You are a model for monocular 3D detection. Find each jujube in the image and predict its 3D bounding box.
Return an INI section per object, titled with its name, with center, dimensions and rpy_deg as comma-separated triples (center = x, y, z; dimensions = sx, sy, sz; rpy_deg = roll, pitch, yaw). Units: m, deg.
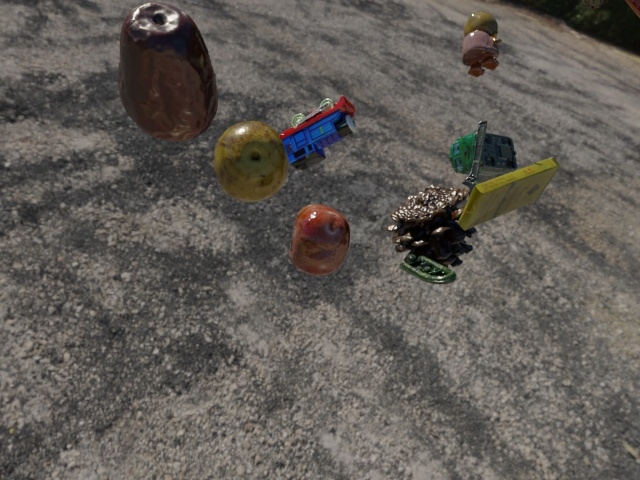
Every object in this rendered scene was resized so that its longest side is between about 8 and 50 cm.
[jujube]
center = -0.347, -0.368, 1.098
dimensions = 0.222, 0.318, 0.223
rpy_deg = 4, 62, -8

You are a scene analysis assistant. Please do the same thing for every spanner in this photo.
[spanner]
center = 0.621, -0.318, 1.907
dimensions = 0.093, 0.326, 0.026
rpy_deg = 9, -5, 23

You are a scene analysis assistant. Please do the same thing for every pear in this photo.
[pear]
center = -0.239, -0.267, 1.669
dimensions = 0.280, 0.281, 0.281
rpy_deg = 13, 35, -9

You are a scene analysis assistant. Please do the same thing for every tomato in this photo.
[tomato]
center = 0.000, -0.001, 1.540
dimensions = 0.188, 0.232, 0.232
rpy_deg = 13, 35, -6

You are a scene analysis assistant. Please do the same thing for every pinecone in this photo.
[pinecone]
center = 0.467, -0.020, 1.945
dimensions = 0.383, 0.385, 0.385
rpy_deg = 13, 35, -9

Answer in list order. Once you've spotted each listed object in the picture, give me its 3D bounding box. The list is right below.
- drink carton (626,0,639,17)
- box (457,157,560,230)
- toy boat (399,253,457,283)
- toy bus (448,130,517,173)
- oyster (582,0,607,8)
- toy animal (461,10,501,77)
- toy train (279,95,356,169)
[drink carton]
center = 1.086, -0.748, 1.580
dimensions = 0.223, 0.071, 0.096
rpy_deg = 54, 41, 5
[box]
center = 0.517, -0.127, 1.332
dimensions = 0.278, 0.153, 0.041
rpy_deg = -21, 57, -20
[toy boat]
center = 0.337, 0.094, 1.500
dimensions = 0.104, 0.052, 0.210
rpy_deg = -15, 22, -23
[toy bus]
center = 0.771, -0.404, 2.309
dimensions = 0.343, 0.199, 0.184
rpy_deg = -2, 83, -41
[oyster]
center = 0.618, -0.620, 1.035
dimensions = 0.092, 0.198, 0.260
rpy_deg = 21, 46, -15
[toy animal]
center = 0.699, -0.876, 2.115
dimensions = 0.168, 0.195, 0.282
rpy_deg = 25, 68, -31
[toy train]
center = -0.001, -0.282, 1.270
dimensions = 0.082, 0.203, 0.131
rpy_deg = 10, 59, -65
